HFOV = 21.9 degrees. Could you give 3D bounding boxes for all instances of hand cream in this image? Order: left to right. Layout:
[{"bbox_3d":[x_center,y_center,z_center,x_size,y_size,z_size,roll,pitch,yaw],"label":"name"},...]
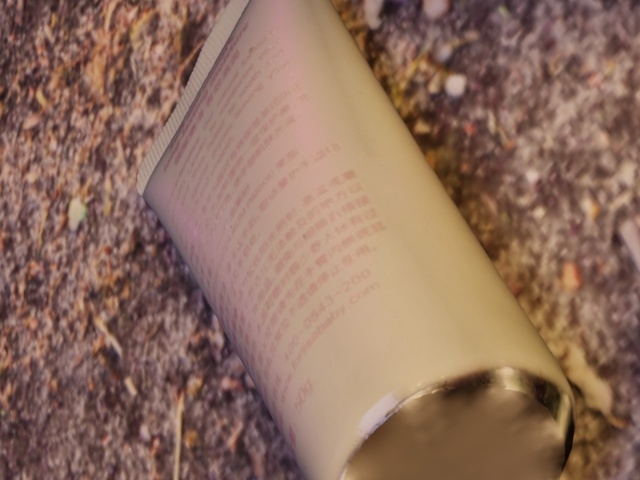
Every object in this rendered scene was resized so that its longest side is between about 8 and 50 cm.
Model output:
[{"bbox_3d":[0.000,0.000,0.821,0.185,0.118,0.359,-59,37,25],"label":"hand cream"}]
